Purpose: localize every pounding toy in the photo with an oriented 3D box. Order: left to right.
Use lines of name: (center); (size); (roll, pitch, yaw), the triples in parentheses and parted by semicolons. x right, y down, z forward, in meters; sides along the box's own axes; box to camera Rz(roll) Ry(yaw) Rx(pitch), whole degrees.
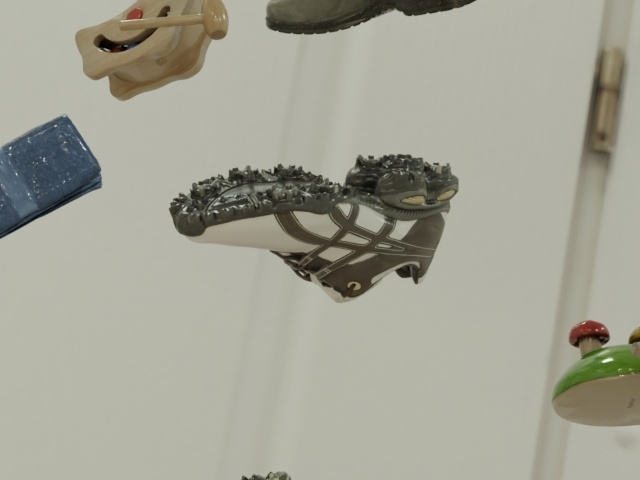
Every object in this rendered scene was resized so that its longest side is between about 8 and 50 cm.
pounding toy: (-0.247, -0.323, 2.042); (0.269, 0.154, 0.155); (-16, -32, 27)
pounding toy: (0.379, 0.136, 1.712); (0.182, 0.110, 0.237); (10, -28, -22)

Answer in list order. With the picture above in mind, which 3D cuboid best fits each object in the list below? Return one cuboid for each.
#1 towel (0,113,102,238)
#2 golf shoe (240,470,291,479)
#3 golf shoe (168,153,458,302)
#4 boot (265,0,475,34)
towel: (-0.232, -0.045, 1.101); (0.119, 0.067, 0.029); (-30, -15, -8)
golf shoe: (-0.089, 0.406, 1.701); (0.105, 0.273, 0.120); (-8, -53, 46)
golf shoe: (0.000, 0.000, 0.883); (0.198, 0.094, 0.077); (-5, 20, -30)
boot: (0.041, -0.285, 1.319); (0.246, 0.161, 0.083); (-5, 17, 35)
